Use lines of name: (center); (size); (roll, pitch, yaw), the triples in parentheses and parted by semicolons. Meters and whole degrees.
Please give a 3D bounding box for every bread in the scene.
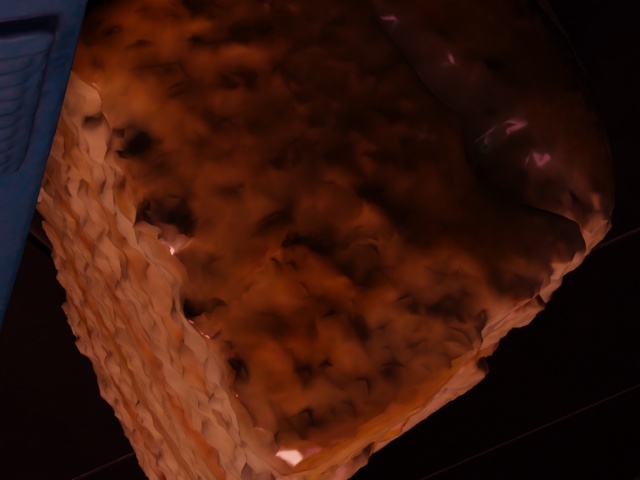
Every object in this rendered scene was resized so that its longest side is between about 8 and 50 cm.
bread: (0.003, 0.000, 0.803); (0.264, 0.239, 0.395); (-32, 168, -17)

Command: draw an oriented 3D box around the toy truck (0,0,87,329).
toy truck: (-0.211, -0.046, 0.645); (0.161, 0.162, 0.385); (-11, 154, -27)
